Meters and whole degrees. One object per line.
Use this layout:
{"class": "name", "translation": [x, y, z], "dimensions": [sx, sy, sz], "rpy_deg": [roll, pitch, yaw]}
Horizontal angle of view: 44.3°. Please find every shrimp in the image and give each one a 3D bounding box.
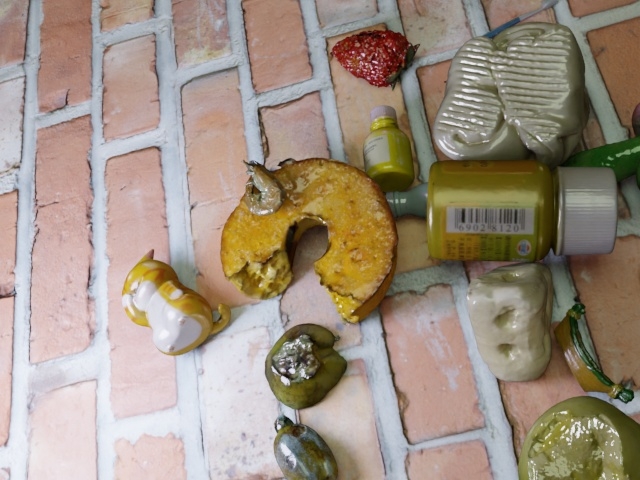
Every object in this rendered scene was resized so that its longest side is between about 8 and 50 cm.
{"class": "shrimp", "translation": [-0.147, -0.128, 1.884], "dimensions": [0.099, 0.041, 0.180], "rpy_deg": [-40, 57, 11]}

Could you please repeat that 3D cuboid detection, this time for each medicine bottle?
{"class": "medicine bottle", "translation": [0.429, -0.065, 1.706], "dimensions": [0.385, 0.224, 0.224], "rpy_deg": [0, 64, 12]}
{"class": "medicine bottle", "translation": [0.269, -0.097, 1.895], "dimensions": [0.217, 0.090, 0.090], "rpy_deg": [-7, 63, 12]}
{"class": "medicine bottle", "translation": [0.166, -0.234, 1.973], "dimensions": [0.122, 0.122, 0.212], "rpy_deg": [-9, 61, 10]}

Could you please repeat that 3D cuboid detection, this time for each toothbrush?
{"class": "toothbrush", "translation": [0.515, -0.587, 2.117], "dimensions": [0.276, 0.019, 0.025], "rpy_deg": [-28, 55, -1]}

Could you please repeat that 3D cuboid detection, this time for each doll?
{"class": "doll", "translation": [-0.373, 0.154, 1.899], "dimensions": [0.270, 0.162, 0.166], "rpy_deg": [38, 109, 21]}

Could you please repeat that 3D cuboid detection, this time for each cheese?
{"class": "cheese", "translation": [0.419, 0.160, 1.706], "dimensions": [0.174, 0.251, 0.248], "rpy_deg": [-7, 26, 25]}

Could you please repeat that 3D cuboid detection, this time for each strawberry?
{"class": "strawberry", "translation": [0.141, -0.524, 2.136], "dimensions": [0.228, 0.098, 0.174], "rpy_deg": [34, 75, 25]}

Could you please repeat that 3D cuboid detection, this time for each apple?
{"class": "apple", "translation": [0.511, 0.431, 1.484], "dimensions": [0.279, 0.279, 0.279], "rpy_deg": [-6, 63, 12]}

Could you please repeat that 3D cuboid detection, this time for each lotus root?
{"class": "lotus root", "translation": [-0.041, 0.460, 1.701], "dimensions": [0.113, 0.088, 0.192], "rpy_deg": [-28, 59, -19]}
{"class": "lotus root", "translation": [-0.043, 0.275, 1.800], "dimensions": [0.183, 0.078, 0.203], "rpy_deg": [30, 73, 25]}

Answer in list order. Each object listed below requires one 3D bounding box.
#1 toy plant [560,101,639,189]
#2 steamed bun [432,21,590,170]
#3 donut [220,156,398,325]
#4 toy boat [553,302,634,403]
{"class": "toy plant", "translation": [0.768, -0.225, 1.782], "dimensions": [0.356, 0.210, 0.317], "rpy_deg": [-47, 29, -7]}
{"class": "steamed bun", "translation": [0.466, -0.320, 1.863], "dimensions": [0.343, 0.255, 0.367], "rpy_deg": [11, 83, 25]}
{"class": "donut", "translation": [0.000, 0.000, 1.880], "dimensions": [0.435, 0.163, 0.377], "rpy_deg": [16, 68, 23]}
{"class": "toy boat", "translation": [0.566, 0.244, 1.649], "dimensions": [0.088, 0.089, 0.229], "rpy_deg": [-31, 67, 21]}
